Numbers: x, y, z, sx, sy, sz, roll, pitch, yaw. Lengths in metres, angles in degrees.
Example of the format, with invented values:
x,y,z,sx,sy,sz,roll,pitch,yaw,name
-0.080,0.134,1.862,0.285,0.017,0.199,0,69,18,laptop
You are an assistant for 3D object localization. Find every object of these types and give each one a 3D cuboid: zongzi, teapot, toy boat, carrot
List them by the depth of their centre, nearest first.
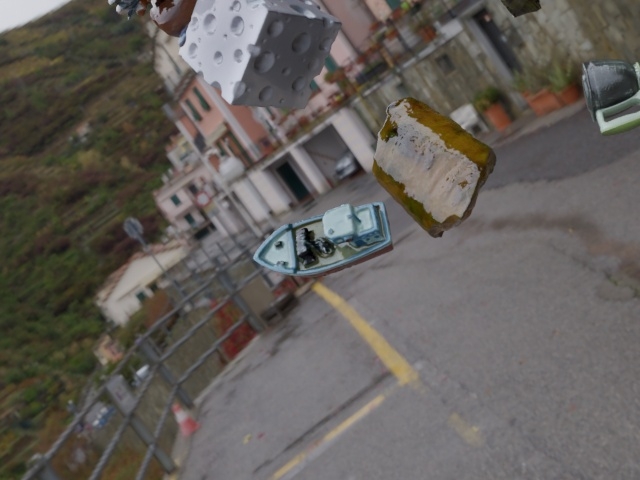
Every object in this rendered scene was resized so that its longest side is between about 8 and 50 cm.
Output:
x,y,z,sx,sy,sz,roll,pitch,yaw,name
0.443,-0.215,1.224,0.091,0.124,0.092,-12,-8,18,teapot
0.278,-0.157,1.919,0.242,0.340,0.241,-30,-32,-21,carrot
0.000,0.000,1.926,0.332,0.145,0.133,-18,-29,18,toy boat
0.504,-0.758,2.190,0.111,0.241,0.247,-4,70,46,zongzi

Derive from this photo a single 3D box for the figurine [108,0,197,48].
x,y,z,sx,sy,sz,roll,pitch,yaw,name
-0.382,-0.620,2.026,0.248,0.388,0.276,37,106,44,figurine

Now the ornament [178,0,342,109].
x,y,z,sx,sy,sz,roll,pitch,yaw,name
-0.145,-0.472,1.928,0.239,0.240,0.239,-7,-47,-45,ornament
